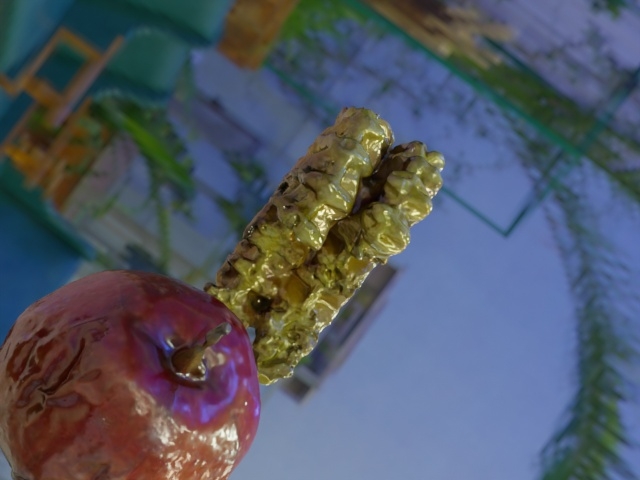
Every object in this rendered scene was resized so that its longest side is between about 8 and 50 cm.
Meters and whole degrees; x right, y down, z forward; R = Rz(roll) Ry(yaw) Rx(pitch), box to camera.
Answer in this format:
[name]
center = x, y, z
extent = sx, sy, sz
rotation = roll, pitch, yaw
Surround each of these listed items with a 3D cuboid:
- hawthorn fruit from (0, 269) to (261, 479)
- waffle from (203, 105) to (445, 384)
[hawthorn fruit]
center = -0.151, 0.130, 1.595
extent = 0.271, 0.242, 0.242
rotation = -30, -163, 42
[waffle]
center = 0.000, 0.000, 1.956
extent = 0.324, 0.151, 0.261
rotation = -48, -175, 39
